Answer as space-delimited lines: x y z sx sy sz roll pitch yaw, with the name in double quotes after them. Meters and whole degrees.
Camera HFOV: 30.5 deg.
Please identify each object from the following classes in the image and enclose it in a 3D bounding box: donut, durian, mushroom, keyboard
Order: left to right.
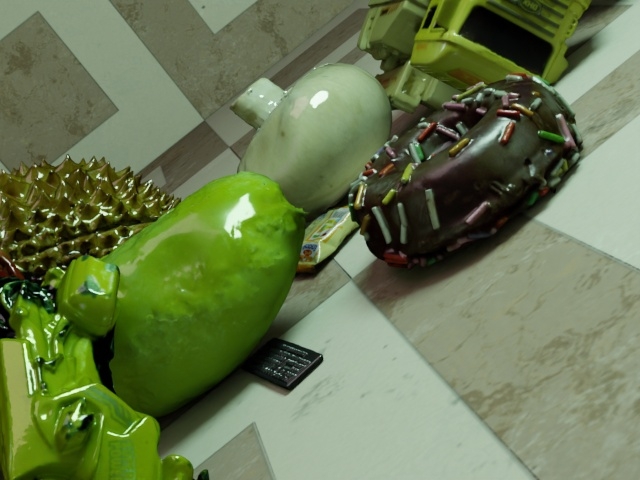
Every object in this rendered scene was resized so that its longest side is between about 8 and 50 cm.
-0.341 0.053 1.549 0.384 0.347 0.347 -6 2 -24 "durian"
-0.163 0.061 1.303 0.340 0.204 0.255 -33 29 35 "durian"
-0.042 0.127 1.229 0.053 0.010 0.155 -41 15 -16 "keyboard"
-0.025 -0.138 1.573 0.246 0.202 0.246 -56 2 3 "mushroom"
0.144 -0.077 1.225 0.270 0.103 0.269 -35 13 10 "donut"

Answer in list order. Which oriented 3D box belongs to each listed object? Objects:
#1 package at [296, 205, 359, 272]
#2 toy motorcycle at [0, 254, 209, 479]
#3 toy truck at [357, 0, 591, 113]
0.001 -0.001 1.469 0.120 0.031 0.108 -47 18 -24 "package"
-0.210 0.162 1.063 0.142 0.206 0.342 -46 41 27 "toy motorcycle"
0.178 -0.283 1.557 0.254 0.181 0.405 -68 19 2 "toy truck"
